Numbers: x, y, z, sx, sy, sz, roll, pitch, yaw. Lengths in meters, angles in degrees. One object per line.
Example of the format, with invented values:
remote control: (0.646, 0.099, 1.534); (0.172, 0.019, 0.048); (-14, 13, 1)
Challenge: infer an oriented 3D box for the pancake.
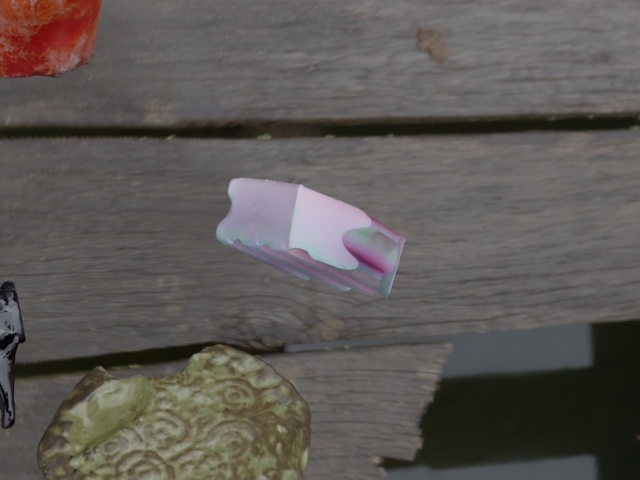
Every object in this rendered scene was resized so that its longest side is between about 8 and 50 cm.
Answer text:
pancake: (-0.122, 0.172, 1.088); (0.235, 0.212, 0.029); (-3, 133, -7)

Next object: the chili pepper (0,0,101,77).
chili pepper: (-0.185, -0.182, 0.833); (0.084, 0.192, 0.086); (16, 46, 2)

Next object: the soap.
soap: (0.000, 0.000, 1.019); (0.149, 0.100, 0.056); (28, 75, -55)

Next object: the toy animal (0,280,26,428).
toy animal: (-0.355, 0.110, 0.871); (0.324, 0.090, 0.195); (-30, 124, -10)
